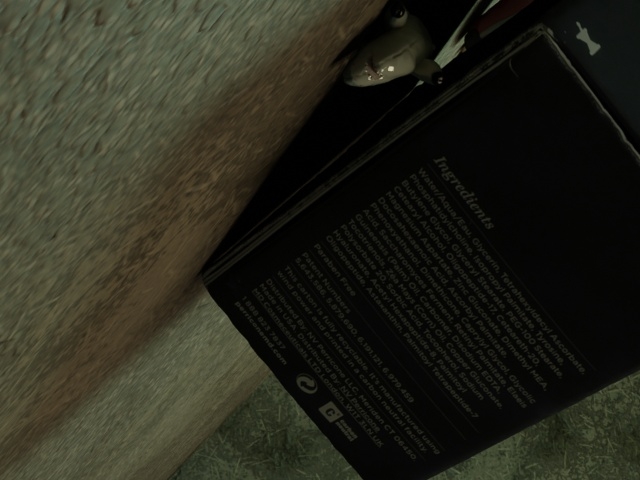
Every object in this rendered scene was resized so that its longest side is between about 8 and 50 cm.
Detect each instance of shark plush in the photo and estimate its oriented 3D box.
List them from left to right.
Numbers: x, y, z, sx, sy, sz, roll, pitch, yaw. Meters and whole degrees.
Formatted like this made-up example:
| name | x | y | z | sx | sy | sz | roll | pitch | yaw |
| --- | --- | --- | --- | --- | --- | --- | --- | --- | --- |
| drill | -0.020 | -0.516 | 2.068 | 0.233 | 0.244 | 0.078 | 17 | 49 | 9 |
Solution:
| name | x | y | z | sx | sy | sz | roll | pitch | yaw |
| --- | --- | --- | --- | --- | --- | --- | --- | --- | --- |
| shark plush | 0.053 | -0.163 | 1.294 | 0.067 | 0.073 | 0.161 | -30 | -159 | 13 |

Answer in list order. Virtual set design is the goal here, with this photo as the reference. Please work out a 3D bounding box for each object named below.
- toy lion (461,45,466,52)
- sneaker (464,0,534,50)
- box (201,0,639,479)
| name | x | y | z | sx | sy | sz | roll | pitch | yaw |
| --- | --- | --- | --- | --- | --- | --- | --- | --- | --- |
| toy lion | 0.208 | -0.251 | 1.949 | 0.100 | 0.034 | 0.096 | -49 | -178 | 9 |
| sneaker | 0.287 | -0.300 | 1.759 | 0.116 | 0.136 | 0.314 | 14 | 150 | -40 |
| box | 0.225 | -0.062 | 1.508 | 0.472 | 0.297 | 0.480 | -38 | -177 | 43 |
